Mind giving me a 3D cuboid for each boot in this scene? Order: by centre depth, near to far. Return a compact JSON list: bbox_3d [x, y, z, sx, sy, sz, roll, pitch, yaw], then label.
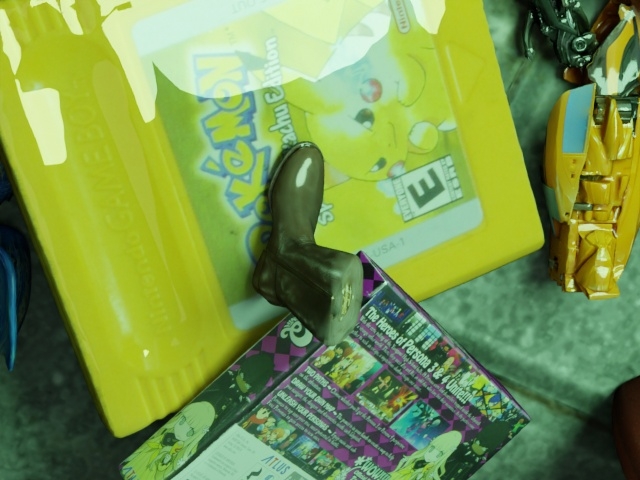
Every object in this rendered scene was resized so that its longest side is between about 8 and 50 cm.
[{"bbox_3d":[0.000,0.000,0.901,0.037,0.114,0.106,9,98,-23],"label":"boot"}]

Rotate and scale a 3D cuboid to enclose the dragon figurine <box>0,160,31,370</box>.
[{"bbox_3d":[-0.232,0.037,0.980,0.144,0.085,0.289,-6,106,-7],"label":"dragon figurine"}]

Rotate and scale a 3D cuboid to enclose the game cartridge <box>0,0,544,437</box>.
[{"bbox_3d":[-0.033,-0.063,0.961,0.324,0.053,0.285,-24,109,-18],"label":"game cartridge"}]

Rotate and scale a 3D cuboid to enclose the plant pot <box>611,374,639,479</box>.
[{"bbox_3d":[0.343,0.181,1.033,0.267,0.236,0.267,-24,108,0],"label":"plant pot"}]

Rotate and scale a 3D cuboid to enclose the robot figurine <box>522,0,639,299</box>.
[{"bbox_3d":[0.239,-0.107,1.012,0.211,0.085,0.291,-1,106,-10],"label":"robot figurine"}]

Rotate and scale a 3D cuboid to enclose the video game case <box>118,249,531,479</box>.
[{"bbox_3d":[0.012,0.135,1.014,0.210,0.042,0.232,-42,138,5],"label":"video game case"}]
